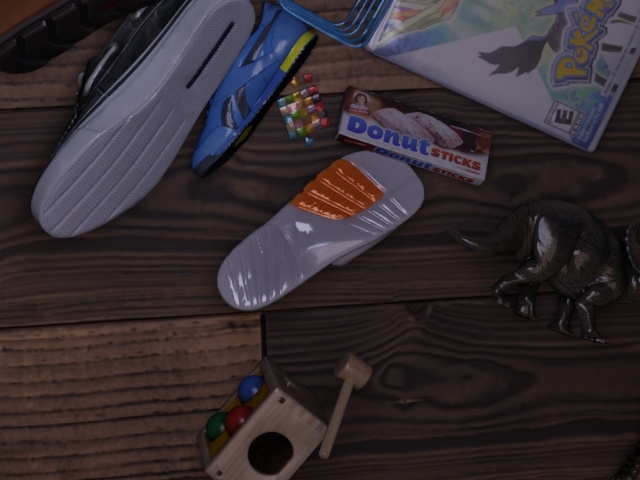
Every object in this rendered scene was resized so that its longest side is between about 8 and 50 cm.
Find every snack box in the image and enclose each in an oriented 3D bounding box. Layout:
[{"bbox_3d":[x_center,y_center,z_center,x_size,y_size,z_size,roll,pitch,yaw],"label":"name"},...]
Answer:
[{"bbox_3d":[0.107,-0.118,1.978,0.178,0.022,0.064,17,66,-12],"label":"snack box"}]

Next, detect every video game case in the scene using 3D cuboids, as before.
[{"bbox_3d":[0.247,-0.305,1.965,0.300,0.036,0.329,23,98,-12],"label":"video game case"}]

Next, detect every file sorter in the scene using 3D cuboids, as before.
[{"bbox_3d":[0.013,-0.282,1.868,0.118,0.170,0.104,27,100,-13],"label":"file sorter"}]

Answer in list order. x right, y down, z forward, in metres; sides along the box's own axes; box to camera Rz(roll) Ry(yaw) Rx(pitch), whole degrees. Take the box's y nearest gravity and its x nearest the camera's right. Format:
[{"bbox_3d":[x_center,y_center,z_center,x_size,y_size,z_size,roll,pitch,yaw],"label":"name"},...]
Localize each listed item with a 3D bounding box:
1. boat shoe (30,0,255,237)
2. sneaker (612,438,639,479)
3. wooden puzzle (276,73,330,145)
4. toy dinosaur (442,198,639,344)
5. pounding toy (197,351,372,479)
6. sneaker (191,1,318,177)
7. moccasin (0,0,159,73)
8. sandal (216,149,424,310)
[{"bbox_3d":[-0.207,-0.153,1.899,0.335,0.119,0.121,-50,142,-3],"label":"boat shoe"},{"bbox_3d":[0.386,0.293,2.104,0.071,0.066,0.188,6,101,-9],"label":"sneaker"},{"bbox_3d":[-0.020,-0.146,1.977,0.049,0.006,0.083,-22,105,-3],"label":"wooden puzzle"},{"bbox_3d":[0.283,0.021,2.020,0.313,0.121,0.160,23,86,-8],"label":"toy dinosaur"},{"bbox_3d":[-0.041,0.192,1.959,0.094,0.181,0.206,39,94,-14],"label":"pounding toy"},{"bbox_3d":[-0.092,-0.169,1.937,0.082,0.069,0.209,36,97,3],"label":"sneaker"},{"bbox_3d":[-0.205,-0.316,1.832,0.380,0.139,0.147,-28,70,18],"label":"moccasin"},{"bbox_3d":[-0.007,-0.008,1.972,0.265,0.076,0.102,-33,80,-13],"label":"sandal"}]
